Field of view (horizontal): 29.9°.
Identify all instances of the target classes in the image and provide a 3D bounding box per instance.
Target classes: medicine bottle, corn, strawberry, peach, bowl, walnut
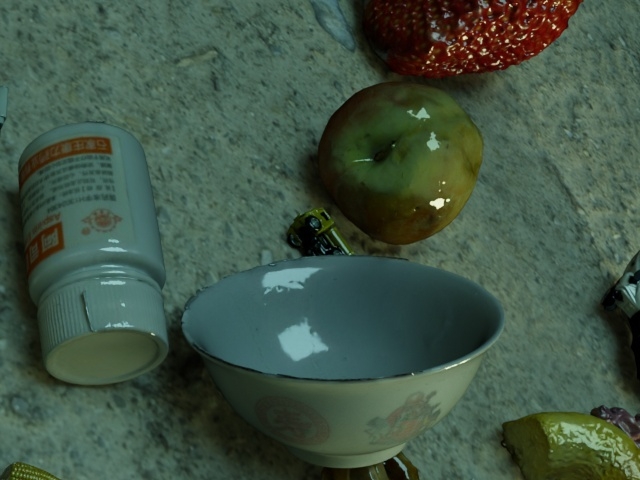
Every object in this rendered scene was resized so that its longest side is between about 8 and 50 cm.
[{"bbox_3d":[-0.234,0.013,1.242,0.144,0.144,0.252,7,53,-36],"label":"medicine bottle"},{"bbox_3d":[-0.255,0.238,1.124,0.092,0.037,0.037,32,43,-16],"label":"corn"},{"bbox_3d":[0.216,-0.380,1.877,0.351,0.267,0.312,-38,55,-20],"label":"strawberry"},{"bbox_3d":[0.117,-0.099,1.594,0.235,0.214,0.214,12,49,-55],"label":"peach"},{"bbox_3d":[0.026,0.144,1.300,0.345,0.345,0.157,-25,120,-47],"label":"bowl"},{"bbox_3d":[0.067,0.302,1.314,0.143,0.069,0.170,-4,59,-38],"label":"walnut"}]

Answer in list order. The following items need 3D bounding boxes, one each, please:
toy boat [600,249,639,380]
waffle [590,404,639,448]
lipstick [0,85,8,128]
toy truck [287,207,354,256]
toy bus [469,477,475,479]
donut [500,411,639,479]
[{"bbox_3d":[0.492,0.125,1.765,0.140,0.141,0.269,7,52,-36],"label":"toy boat"},{"bbox_3d":[0.445,0.336,1.608,0.221,0.055,0.234,27,46,-17],"label":"waffle"},{"bbox_3d":[-0.365,-0.124,1.332,0.025,0.025,0.107,15,55,-29],"label":"lipstick"},{"bbox_3d":[0.000,0.000,1.515,0.083,0.049,0.054,53,40,7],"label":"toy truck"},{"bbox_3d":[0.222,0.379,1.369,0.226,0.081,0.074,45,40,-1],"label":"toy bus"},{"bbox_3d":[0.351,0.310,1.491,0.152,0.101,0.259,-16,63,-26],"label":"donut"}]
